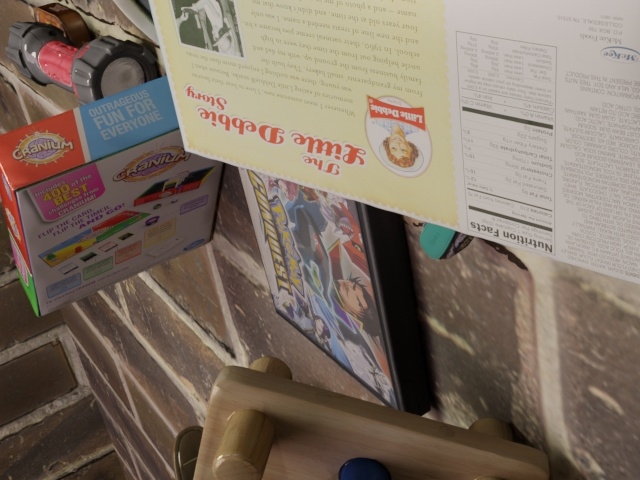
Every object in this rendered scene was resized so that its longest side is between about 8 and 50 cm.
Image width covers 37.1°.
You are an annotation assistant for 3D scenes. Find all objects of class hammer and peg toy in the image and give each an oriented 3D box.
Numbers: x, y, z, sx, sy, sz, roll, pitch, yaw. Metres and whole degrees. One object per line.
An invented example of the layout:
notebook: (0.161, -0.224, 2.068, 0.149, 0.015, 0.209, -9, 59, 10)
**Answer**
hammer and peg toy: (0.073, 0.239, 0.741, 0.127, 0.361, 0.266, -71, -6, -61)

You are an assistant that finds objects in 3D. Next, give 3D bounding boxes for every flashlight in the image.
flashlight: (-0.319, -0.230, 1.229, 0.304, 0.103, 0.103, 28, 111, 45)

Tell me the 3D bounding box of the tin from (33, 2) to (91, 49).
tin: (-0.379, -0.295, 1.423, 0.189, 0.040, 0.106, 33, 138, 52)

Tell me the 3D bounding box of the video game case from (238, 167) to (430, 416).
video game case: (0.000, 0.000, 0.879, 0.248, 0.035, 0.275, 34, 142, 52)

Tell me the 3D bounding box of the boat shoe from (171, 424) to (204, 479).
boat shoe: (-0.183, 0.476, 1.696, 0.307, 0.110, 0.104, 63, 157, 4)

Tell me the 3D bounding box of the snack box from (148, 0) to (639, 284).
snack box: (0.039, -0.105, 0.505, 0.321, 0.060, 0.187, 18, 133, 33)

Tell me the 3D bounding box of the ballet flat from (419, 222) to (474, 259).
ballet flat: (0.097, -0.027, 0.626, 0.041, 0.041, 0.114, 58, 156, 18)

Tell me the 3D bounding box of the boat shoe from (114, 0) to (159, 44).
boat shoe: (-0.110, -0.245, 0.573, 0.116, 0.099, 0.319, -85, -26, -47)

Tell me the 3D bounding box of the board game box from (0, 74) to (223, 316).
board game box: (-0.229, -0.047, 1.075, 0.064, 0.242, 0.316, 58, 156, 18)
